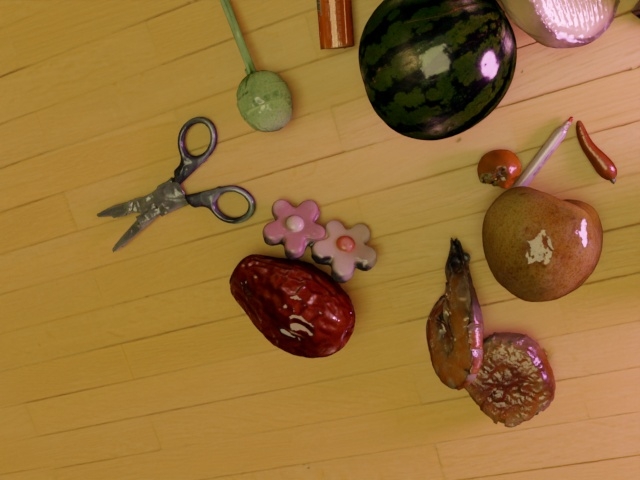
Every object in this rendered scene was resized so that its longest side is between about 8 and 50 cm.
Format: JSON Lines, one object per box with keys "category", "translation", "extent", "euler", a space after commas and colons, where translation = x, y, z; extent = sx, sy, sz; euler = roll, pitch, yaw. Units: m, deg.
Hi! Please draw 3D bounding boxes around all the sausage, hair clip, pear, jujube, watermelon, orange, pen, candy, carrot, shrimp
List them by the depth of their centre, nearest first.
{"category": "watermelon", "translation": [0.210, -0.331, 1.270], "extent": [0.285, 0.285, 0.285], "euler": [4, 105, 14]}
{"category": "pear", "translation": [0.419, 0.012, 1.353], "extent": [0.229, 0.188, 0.211], "euler": [16, 98, 4]}
{"category": "carrot", "translation": [0.533, -0.170, 1.363], "extent": [0.035, 0.035, 0.142], "euler": [-35, 89, 20]}
{"category": "sausage", "translation": [0.025, -0.500, 1.389], "extent": [0.071, 0.071, 0.234], "euler": [-2, 103, 15]}
{"category": "pen", "translation": [0.431, -0.155, 1.396], "extent": [0.026, 0.026, 0.218], "euler": [35, 110, 4]}
{"category": "orange", "translation": [0.357, -0.143, 1.400], "extent": [0.086, 0.062, 0.086], "euler": [3, 102, 13]}
{"category": "candy", "translation": [-0.175, -0.431, 1.456], "extent": [0.119, 0.119, 0.439], "euler": [-23, 90, 19]}
{"category": "shrimp", "translation": [0.275, 0.155, 1.481], "extent": [0.164, 0.062, 0.316], "euler": [-11, 79, 55]}
{"category": "hair clip", "translation": [0.000, -0.003, 1.508], "extent": [0.257, 0.075, 0.146], "euler": [28, 72, 3]}
{"category": "jujube", "translation": [-0.063, 0.138, 1.514], "extent": [0.290, 0.197, 0.197], "euler": [31, 110, 21]}

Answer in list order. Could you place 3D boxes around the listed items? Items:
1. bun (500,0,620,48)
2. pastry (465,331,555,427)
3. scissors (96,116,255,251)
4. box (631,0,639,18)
{"category": "bun", "translation": [0.403, -0.472, 1.216], "extent": [0.146, 0.287, 0.287], "euler": [21, 114, 51]}
{"category": "pastry", "translation": [0.398, 0.287, 1.482], "extent": [0.182, 0.093, 0.192], "euler": [-37, 89, 24]}
{"category": "scissors", "translation": [-0.352, -0.091, 1.612], "extent": [0.384, 0.029, 0.255], "euler": [-28, 96, 17]}
{"category": "box", "translation": [0.666, -0.513, 1.151], "extent": [0.065, 0.200, 0.343], "euler": [34, 110, 1]}
